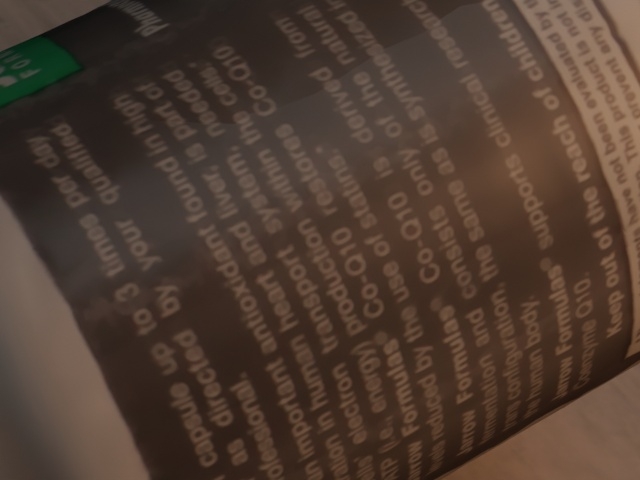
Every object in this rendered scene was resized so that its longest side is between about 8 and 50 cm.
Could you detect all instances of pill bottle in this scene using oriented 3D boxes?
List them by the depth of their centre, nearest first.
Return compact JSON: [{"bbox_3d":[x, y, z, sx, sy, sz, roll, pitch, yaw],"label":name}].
[{"bbox_3d":[-0.037,0.013,0.679,0.361,0.204,0.204,-28,59,-17],"label":"pill bottle"}]
